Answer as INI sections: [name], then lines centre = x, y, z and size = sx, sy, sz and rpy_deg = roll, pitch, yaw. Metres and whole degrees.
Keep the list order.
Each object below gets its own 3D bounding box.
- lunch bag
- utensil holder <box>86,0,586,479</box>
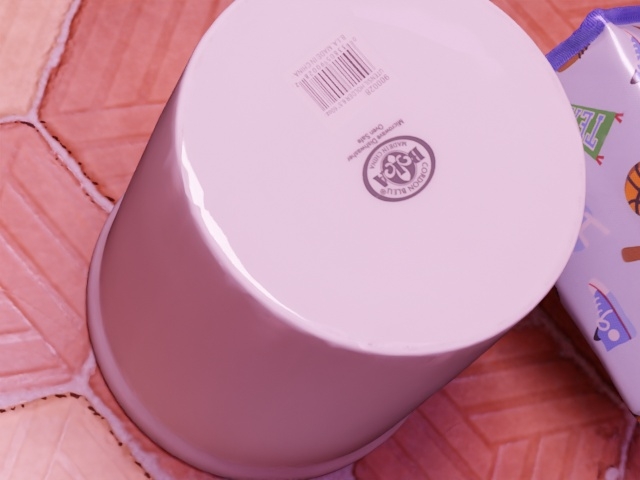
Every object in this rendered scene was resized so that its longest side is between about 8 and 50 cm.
[lunch bag]
centre = 0.336, -0.036, 1.448
size = 0.328, 0.239, 0.385
rpy_deg = 57, 33, 7
[utensil holder]
centre = 0.000, 0.000, 1.269
size = 0.327, 0.385, 0.328
rpy_deg = 5, 70, -15
